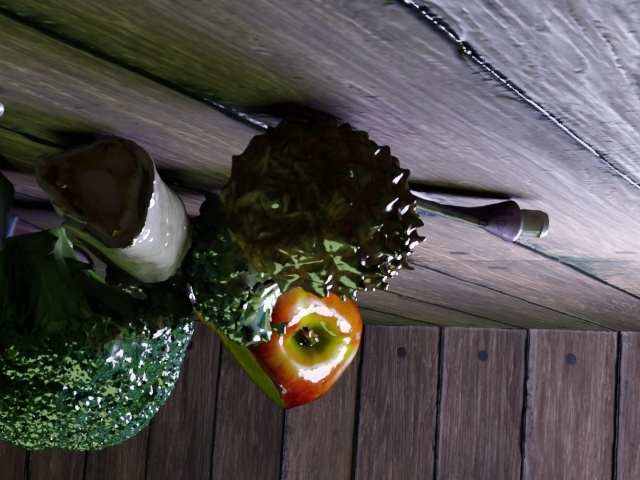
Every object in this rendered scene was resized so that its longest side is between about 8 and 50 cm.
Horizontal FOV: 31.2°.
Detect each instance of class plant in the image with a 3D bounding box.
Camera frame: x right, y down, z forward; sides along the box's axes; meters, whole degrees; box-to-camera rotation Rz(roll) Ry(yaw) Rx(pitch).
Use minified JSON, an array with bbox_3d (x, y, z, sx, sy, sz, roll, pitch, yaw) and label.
[{"bbox_3d":[-0.192,0.035,1.567,0.194,0.132,0.129,10,174,-11],"label":"plant"}]

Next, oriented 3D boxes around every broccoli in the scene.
[{"bbox_3d":[-0.296,0.117,1.344,0.307,0.275,0.308,-16,-177,1],"label":"broccoli"},{"bbox_3d":[-0.031,-0.005,1.352,0.274,0.177,0.198,-23,140,-13],"label":"broccoli"}]

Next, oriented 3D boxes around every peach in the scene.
[{"bbox_3d":[-0.069,0.139,1.873,0.245,0.249,0.274,-16,-163,-34],"label":"peach"}]

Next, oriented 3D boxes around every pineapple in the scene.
[{"bbox_3d":[0.014,-0.023,0.983,0.166,0.166,0.193,-1,174,31],"label":"pineapple"}]

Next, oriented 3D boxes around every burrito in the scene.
[{"bbox_3d":[-0.208,-0.029,1.202,0.143,0.105,0.299,28,172,2],"label":"burrito"}]

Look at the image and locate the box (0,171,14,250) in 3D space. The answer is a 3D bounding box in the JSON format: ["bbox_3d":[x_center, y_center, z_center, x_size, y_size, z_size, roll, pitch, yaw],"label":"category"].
[{"bbox_3d":[-0.526,-0.061,1.122,0.396,0.111,0.396,5,172,-5],"label":"box"}]

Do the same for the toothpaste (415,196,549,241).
[{"bbox_3d":[0.105,-0.032,1.249,0.301,0.048,0.075,6,163,-12],"label":"toothpaste"}]

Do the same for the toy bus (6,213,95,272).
[{"bbox_3d":[-0.412,0.072,1.567,0.231,0.197,0.294,17,167,-17],"label":"toy bus"}]

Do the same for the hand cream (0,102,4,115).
[{"bbox_3d":[-0.324,-0.119,0.842,0.079,0.048,0.255,11,179,13],"label":"hand cream"}]
